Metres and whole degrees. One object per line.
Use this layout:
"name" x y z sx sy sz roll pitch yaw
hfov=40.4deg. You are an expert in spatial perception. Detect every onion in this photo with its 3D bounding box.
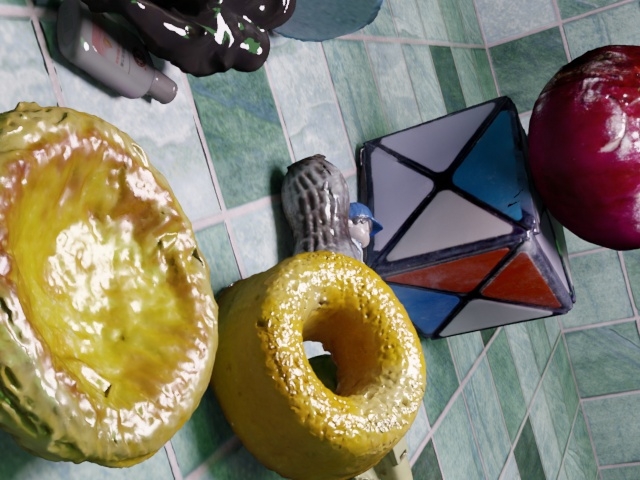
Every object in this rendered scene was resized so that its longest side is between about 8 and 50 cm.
"onion" 0.470 -0.122 1.371 0.260 0.281 0.337 -52 133 -41

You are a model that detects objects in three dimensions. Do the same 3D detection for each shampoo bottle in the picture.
"shampoo bottle" -0.214 -0.194 0.936 0.165 0.040 0.080 32 45 -56

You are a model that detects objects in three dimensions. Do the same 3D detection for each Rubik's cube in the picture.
"Rubik's cube" 0.261 -0.035 1.559 0.305 0.307 0.310 44 37 -47

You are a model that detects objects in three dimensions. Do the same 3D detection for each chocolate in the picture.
"chocolate" 0.000 0.000 1.227 0.110 0.110 0.248 27 50 -59

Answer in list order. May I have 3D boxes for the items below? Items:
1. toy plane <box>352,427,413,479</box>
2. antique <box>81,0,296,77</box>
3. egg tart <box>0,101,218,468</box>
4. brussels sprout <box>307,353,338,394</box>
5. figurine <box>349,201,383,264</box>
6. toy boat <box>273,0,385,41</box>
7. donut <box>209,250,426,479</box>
"toy plane" 0.089 0.296 1.277 0.242 0.104 0.256 -40 108 -48
"antique" -0.146 -0.340 0.964 0.255 0.185 0.322 44 46 -59
"egg tart" -0.213 0.041 0.710 0.319 0.128 0.319 45 36 -47
"brussels sprout" 0.012 0.221 1.114 0.155 0.117 0.155 50 19 -24
"figurine" 0.044 0.004 1.383 0.077 0.079 0.136 78 33 -59
"toy boat" -0.008 -0.389 1.204 0.330 0.215 0.123 139 -35 -77
"donut" 0.007 0.135 1.009 0.277 0.108 0.278 16 56 -25
